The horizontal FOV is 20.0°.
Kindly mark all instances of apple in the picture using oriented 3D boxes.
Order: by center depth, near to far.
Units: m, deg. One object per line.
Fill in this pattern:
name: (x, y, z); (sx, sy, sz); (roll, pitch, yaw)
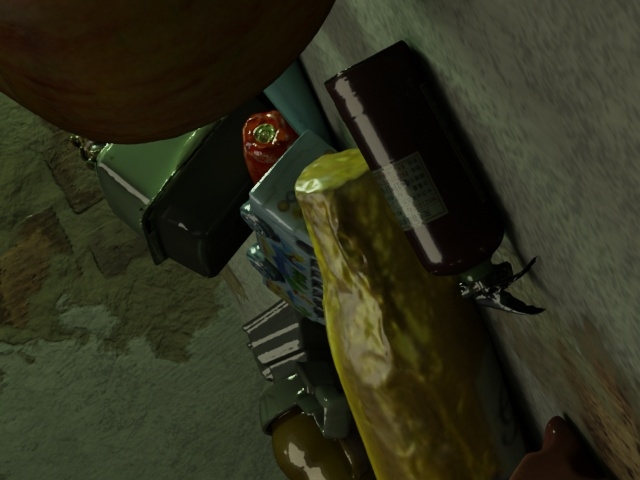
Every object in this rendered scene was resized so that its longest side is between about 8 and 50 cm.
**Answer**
apple: (-0.151, -0.275, 1.215); (0.400, 0.333, 0.400); (40, 166, 12)

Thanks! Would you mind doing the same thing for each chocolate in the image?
chocolate: (0.085, 0.125, 1.653); (0.445, 0.162, 0.162); (67, 171, -27)

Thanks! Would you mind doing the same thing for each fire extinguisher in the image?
fire extinguisher: (0.093, -0.040, 1.364); (0.099, 0.071, 0.231); (-27, 93, 55)

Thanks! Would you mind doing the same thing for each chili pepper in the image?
chili pepper: (-0.045, -0.090, 2.030); (0.073, 0.070, 0.123); (40, 161, 39)

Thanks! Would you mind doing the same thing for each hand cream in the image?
hand cream: (-0.055, -0.196, 1.833); (0.312, 0.070, 0.111); (57, 174, -34)

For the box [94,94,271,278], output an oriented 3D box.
box: (-0.148, -0.083, 2.188); (0.166, 0.220, 0.290); (37, 169, 8)

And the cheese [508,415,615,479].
cheese: (0.226, 0.275, 1.470); (0.177, 0.203, 0.128); (20, 145, 29)

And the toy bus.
toy bus: (0.000, 0.000, 1.909); (0.136, 0.109, 0.329); (40, 168, 11)

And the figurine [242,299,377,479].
figurine: (0.012, 0.220, 2.251); (0.342, 0.167, 0.284); (32, -145, -63)

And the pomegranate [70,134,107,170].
pomegranate: (-0.227, -0.143, 2.447); (0.202, 0.248, 0.202); (7, 101, 44)
